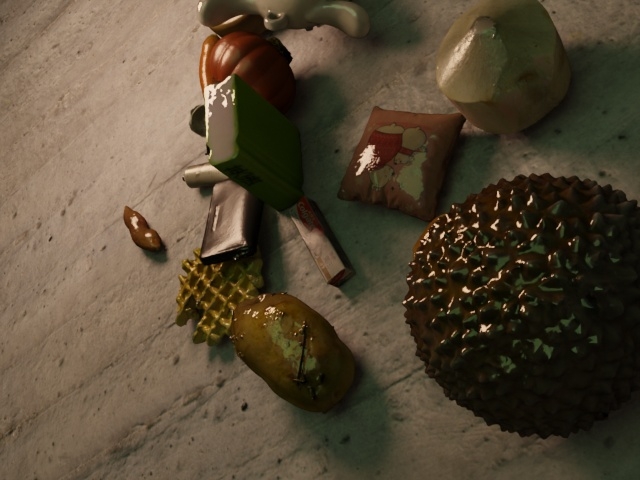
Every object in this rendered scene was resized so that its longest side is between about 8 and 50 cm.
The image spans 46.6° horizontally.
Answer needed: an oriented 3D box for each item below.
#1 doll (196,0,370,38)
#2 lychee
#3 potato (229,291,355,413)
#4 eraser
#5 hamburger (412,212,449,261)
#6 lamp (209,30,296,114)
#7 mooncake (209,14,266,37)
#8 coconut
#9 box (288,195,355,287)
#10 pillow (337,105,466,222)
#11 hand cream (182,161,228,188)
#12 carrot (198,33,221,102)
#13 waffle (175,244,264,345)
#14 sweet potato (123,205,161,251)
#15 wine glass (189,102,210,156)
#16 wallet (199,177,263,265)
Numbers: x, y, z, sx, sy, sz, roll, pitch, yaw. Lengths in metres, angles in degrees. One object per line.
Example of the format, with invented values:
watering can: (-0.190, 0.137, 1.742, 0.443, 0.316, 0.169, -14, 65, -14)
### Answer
doll: (-0.054, -0.593, 1.709, 0.187, 0.375, 0.366, 114, 173, -55)
lychee: (0.305, 0.082, 1.049, 0.380, 0.432, 0.381, -1, 81, 7)
potato: (-0.061, 0.201, 1.434, 0.300, 0.140, 0.173, 37, 99, 37)
eraser: (-0.135, -0.200, 1.582, 0.092, 0.274, 0.210, -16, 63, 22)
hamburger: (0.236, 0.029, 1.320, 0.147, 0.083, 0.138, 41, 102, 44)
lamp: (-0.155, -0.376, 1.702, 0.196, 0.223, 0.223, -44, 49, -5)
mooncake: (-0.184, -0.618, 1.895, 0.234, 0.117, 0.235, -13, 67, 31)
coconut: (0.320, -0.310, 1.308, 0.241, 0.241, 0.241, -15, 62, 32)
box: (0.000, 0.000, 1.539, 0.055, 0.039, 0.218, -41, 52, 17)
pillow: (0.158, -0.160, 1.458, 0.236, 0.084, 0.223, 17, 81, 37)
hand cream: (-0.256, -0.165, 1.803, 0.186, 0.054, 0.087, -9, 62, 25)
carrot: (-0.285, -0.418, 1.931, 0.062, 0.066, 0.271, 121, 152, -68)
waffle: (-0.222, 0.105, 1.653, 0.249, 0.056, 0.261, -18, 56, 29)
sweet potato: (-0.461, -0.026, 1.896, 0.218, 0.051, 0.065, 41, 101, 42)
wine glass: (-0.244, -0.265, 1.781, 0.122, 0.122, 0.183, -52, 39, 8)
wallet: (-0.196, -0.050, 1.662, 0.149, 0.044, 0.250, -13, 49, 23)
